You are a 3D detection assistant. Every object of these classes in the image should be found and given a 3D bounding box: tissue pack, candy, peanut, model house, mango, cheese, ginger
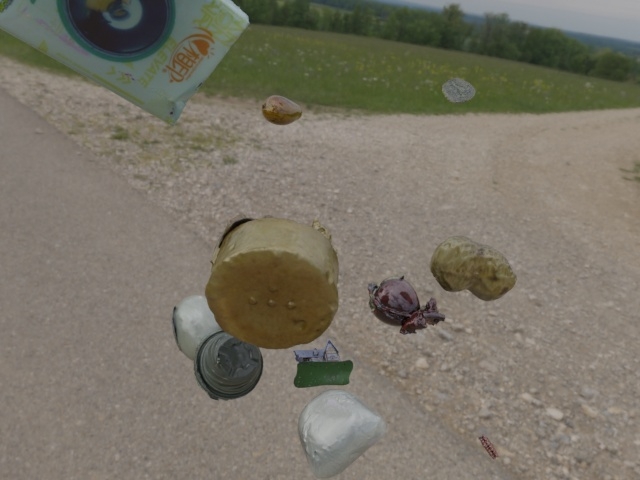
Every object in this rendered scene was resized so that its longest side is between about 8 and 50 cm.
[{"bbox_3d":[-0.375,-0.436,1.038,0.388,0.287,0.162,28,24,-41],"label":"tissue pack"},{"bbox_3d":[-0.462,0.343,2.146,0.186,0.295,0.295,-16,23,3],"label":"candy"},{"bbox_3d":[0.422,0.082,1.527,0.233,0.196,0.110,16,48,4],"label":"peanut"},{"bbox_3d":[0.001,0.352,1.581,0.167,0.117,0.088,-2,38,-11],"label":"model house"},{"bbox_3d":[-0.130,-0.434,1.833,0.111,0.089,0.163,37,26,5],"label":"mango"},{"bbox_3d":[0.041,0.444,1.299,0.198,0.154,0.189,-38,40,-4],"label":"cheese"},{"bbox_3d":[-0.005,-0.009,1.742,0.115,0.081,0.205,41,-1,-17],"label":"ginger"}]

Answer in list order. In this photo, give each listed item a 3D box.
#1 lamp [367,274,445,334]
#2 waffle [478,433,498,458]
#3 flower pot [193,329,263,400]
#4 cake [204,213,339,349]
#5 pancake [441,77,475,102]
[{"bbox_3d":[0.250,0.205,1.714,0.215,0.151,0.223,-20,73,-50],"label":"lamp"},{"bbox_3d":[0.545,0.669,1.779,0.083,0.029,0.075,56,4,10],"label":"waffle"},{"bbox_3d":[-0.275,0.377,1.728,0.236,0.140,0.235,10,62,-20],"label":"flower pot"},{"bbox_3d":[-0.109,0.064,1.391,0.333,0.332,0.321,8,33,-5],"label":"cake"},{"bbox_3d":[0.442,-0.481,1.765,0.108,0.017,0.107,-1,60,2],"label":"pancake"}]
